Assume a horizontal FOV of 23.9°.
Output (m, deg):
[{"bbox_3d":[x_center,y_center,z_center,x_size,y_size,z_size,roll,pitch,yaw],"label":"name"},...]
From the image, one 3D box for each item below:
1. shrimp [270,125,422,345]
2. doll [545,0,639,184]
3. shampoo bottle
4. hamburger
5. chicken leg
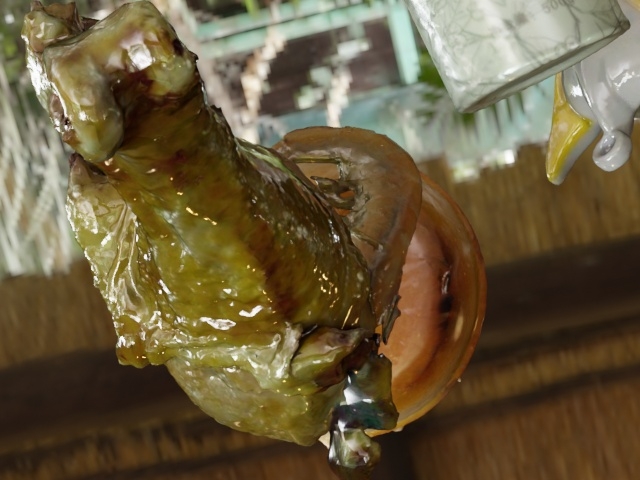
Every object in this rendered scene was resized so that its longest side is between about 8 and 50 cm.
[{"bbox_3d":[0.000,0.000,0.992,0.124,0.178,0.034,16,160,-4],"label":"shrimp"},{"bbox_3d":[0.261,-0.183,1.208,0.145,0.103,0.316,-3,-132,33],"label":"doll"},{"bbox_3d":[0.029,-0.145,0.481,0.065,0.204,0.065,-25,177,-1],"label":"shampoo bottle"},{"bbox_3d":[0.013,0.038,1.128,0.237,0.237,0.147,-15,-177,-2],"label":"hamburger"},{"bbox_3d":[-0.072,-0.018,0.836,0.211,0.361,0.140,21,-117,38],"label":"chicken leg"}]
